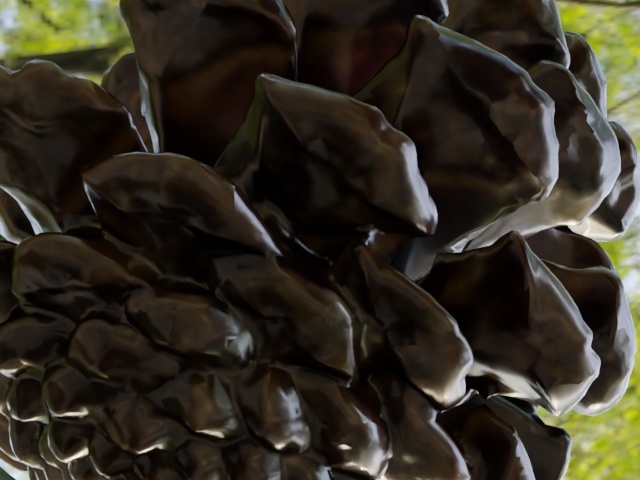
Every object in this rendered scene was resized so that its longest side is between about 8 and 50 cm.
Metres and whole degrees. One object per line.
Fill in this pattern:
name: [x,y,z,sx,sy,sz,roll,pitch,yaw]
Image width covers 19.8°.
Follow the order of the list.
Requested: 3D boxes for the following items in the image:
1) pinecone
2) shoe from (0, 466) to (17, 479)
pinecone: [0.000,0.000,0.645,0.244,0.309,0.244,14,-52,18]
shoe: [-0.090,0.131,0.413,0.149,0.109,0.293,39,-27,23]
